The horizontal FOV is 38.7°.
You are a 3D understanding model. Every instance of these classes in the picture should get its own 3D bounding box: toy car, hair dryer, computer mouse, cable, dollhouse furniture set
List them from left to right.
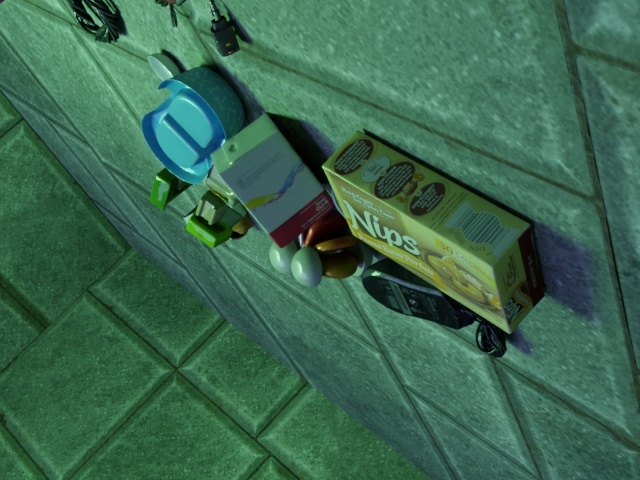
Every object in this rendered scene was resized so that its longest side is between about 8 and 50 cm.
[{"bbox_3d":[-0.453,-0.459,1.816,0.151,0.047,0.184,36,161,12],"label":"cable"},{"bbox_3d":[-0.250,-0.399,1.357,0.224,0.080,0.293,34,161,37],"label":"hair dryer"},{"bbox_3d":[-0.219,-0.164,1.938,0.198,0.151,0.301,35,135,10],"label":"dollhouse furniture set"},{"bbox_3d":[0.000,0.000,1.706,0.182,0.159,0.136,26,122,51],"label":"toy car"},{"bbox_3d":[0.197,0.091,1.549,0.272,0.072,0.188,19,151,32],"label":"computer mouse"}]

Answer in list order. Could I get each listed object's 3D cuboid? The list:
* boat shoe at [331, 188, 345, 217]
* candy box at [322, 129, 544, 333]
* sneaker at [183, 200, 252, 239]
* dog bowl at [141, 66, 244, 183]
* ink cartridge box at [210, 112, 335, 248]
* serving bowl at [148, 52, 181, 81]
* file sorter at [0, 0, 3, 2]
[{"bbox_3d":[0.065,-0.042,1.557,0.142,0.049,0.040,46,166,-17],"label":"boat shoe"},{"bbox_3d":[0.159,-0.015,1.303,0.316,0.087,0.183,34,162,35],"label":"candy box"},{"bbox_3d":[-0.253,-0.046,2.264,0.123,0.106,0.290,51,162,-16],"label":"sneaker"},{"bbox_3d":[-0.236,-0.217,1.704,0.166,0.074,0.297,46,150,-3],"label":"dog bowl"},{"bbox_3d":[-0.083,-0.105,1.566,0.176,0.127,0.128,51,-177,-26],"label":"ink cartridge box"},{"bbox_3d":[-0.293,-0.330,1.756,0.083,0.027,0.083,41,164,14],"label":"serving bowl"},{"bbox_3d":[-0.572,-0.508,1.511,0.202,0.291,0.182,26,153,50],"label":"file sorter"}]
